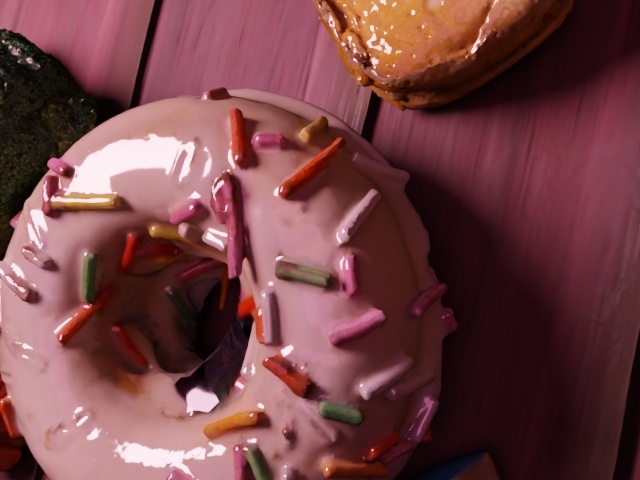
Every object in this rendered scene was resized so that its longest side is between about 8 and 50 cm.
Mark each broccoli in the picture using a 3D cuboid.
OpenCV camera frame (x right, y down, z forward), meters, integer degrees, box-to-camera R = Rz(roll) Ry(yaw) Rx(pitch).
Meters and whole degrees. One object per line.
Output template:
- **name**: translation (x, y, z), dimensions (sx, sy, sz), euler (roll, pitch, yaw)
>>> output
- **broccoli**: translation (-0.345, -0.088, 0.607), dimensions (0.265, 0.245, 0.294), euler (-8, 52, -23)

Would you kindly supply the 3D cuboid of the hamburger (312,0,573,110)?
- **hamburger**: translation (0.086, -0.216, 0.504), dimensions (0.213, 0.108, 0.214), euler (-3, 81, 22)

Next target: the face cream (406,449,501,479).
- **face cream**: translation (0.111, 0.305, 0.446), dimensions (0.139, 0.067, 0.285), euler (-25, 75, 14)

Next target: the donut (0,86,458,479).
- **donut**: translation (-0.093, 0.066, 0.499), dimensions (0.382, 0.142, 0.383), euler (0, 90, 23)

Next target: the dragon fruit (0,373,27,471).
- **dragon fruit**: translation (-0.304, 0.133, 0.642), dimensions (0.092, 0.122, 0.192), euler (29, 90, -18)
